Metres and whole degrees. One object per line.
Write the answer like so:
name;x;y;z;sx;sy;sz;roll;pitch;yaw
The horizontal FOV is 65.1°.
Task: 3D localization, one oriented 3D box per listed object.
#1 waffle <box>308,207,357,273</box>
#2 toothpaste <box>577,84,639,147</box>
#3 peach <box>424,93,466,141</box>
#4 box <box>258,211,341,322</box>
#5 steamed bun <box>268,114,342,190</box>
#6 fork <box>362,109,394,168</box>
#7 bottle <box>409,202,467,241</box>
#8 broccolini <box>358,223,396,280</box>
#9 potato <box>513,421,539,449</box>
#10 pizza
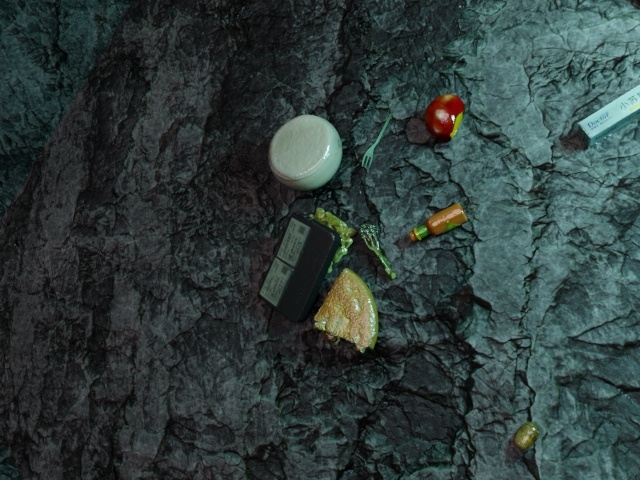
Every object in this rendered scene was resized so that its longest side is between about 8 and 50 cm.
waffle;-0.002;0.000;1.788;0.223;0.054;0.204;36;93;29
toothpaste;0.892;-0.389;1.427;0.313;0.089;0.071;-33;68;15
peach;0.405;-0.407;1.673;0.151;0.151;0.118;34;48;30
box;-0.078;0.093;1.757;0.211;0.058;0.350;32;105;31
steamed bun;-0.045;-0.307;1.827;0.283;0.177;0.282;-9;68;23
fork;0.208;-0.371;1.808;0.039;0.021;0.235;24;88;27
bottle;0.373;-0.051;1.606;0.187;0.069;0.069;-27;65;20
broccolini;0.200;0.035;1.688;0.216;0.058;0.067;57;139;20
potato;0.557;0.529;1.356;0.083;0.040;0.051;-54;37;10
pizza;0.078;0.248;1.657;0.229;0.081;0.289;-25;65;12
